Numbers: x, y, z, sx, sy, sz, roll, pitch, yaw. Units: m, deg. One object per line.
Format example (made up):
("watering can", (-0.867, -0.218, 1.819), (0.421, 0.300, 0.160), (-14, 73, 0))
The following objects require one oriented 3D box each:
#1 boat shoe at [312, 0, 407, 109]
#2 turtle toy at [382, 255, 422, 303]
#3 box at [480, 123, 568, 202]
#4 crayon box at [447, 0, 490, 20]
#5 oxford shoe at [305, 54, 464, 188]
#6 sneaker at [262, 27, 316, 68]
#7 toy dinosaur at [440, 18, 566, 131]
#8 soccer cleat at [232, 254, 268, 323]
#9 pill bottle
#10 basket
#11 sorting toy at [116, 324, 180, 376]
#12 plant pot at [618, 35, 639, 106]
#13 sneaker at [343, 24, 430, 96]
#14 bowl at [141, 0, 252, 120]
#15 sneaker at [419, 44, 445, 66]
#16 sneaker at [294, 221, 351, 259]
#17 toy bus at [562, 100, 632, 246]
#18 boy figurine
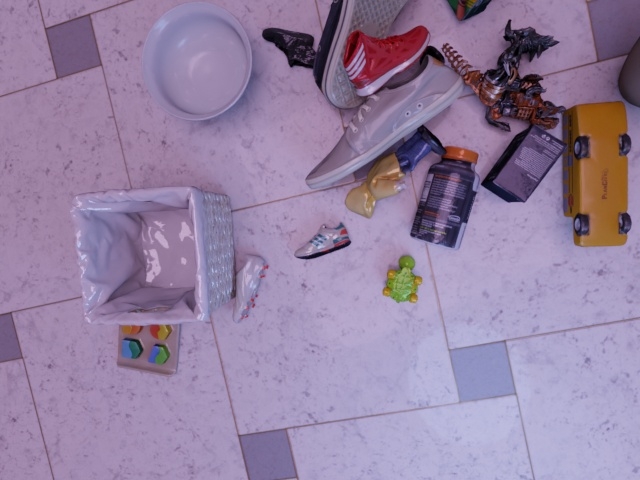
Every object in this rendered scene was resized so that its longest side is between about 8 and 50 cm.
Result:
("boat shoe", (0.109, -0.574, 1.085), (0.186, 0.156, 0.501), (10, 110, -32))
("turtle toy", (0.220, 0.104, 1.190), (0.095, 0.066, 0.130), (14, 96, 6))
("box", (0.483, -0.179, 1.083), (0.093, 0.156, 0.158), (34, 99, 5))
("crayon box", (0.321, -0.714, 1.042), (0.081, 0.202, 0.319), (-29, 88, -12))
("oxford shoe", (0.133, -0.288, 1.106), (0.449, 0.169, 0.130), (-36, 108, 15))
("sneaker", (-0.079, -0.507, 1.197), (0.170, 0.051, 0.089), (10, 91, 5))
("toy dinosaur", (0.449, -0.393, 1.084), (0.321, 0.164, 0.219), (22, 115, -15))
("soccer cleat", (-0.212, 0.135, 1.264), (0.076, 0.068, 0.196), (21, 90, 11))
("pill bottle", (0.319, -0.108, 1.127), (0.130, 0.130, 0.246), (16, 97, 7))
("basket", (-0.417, 0.030, 1.182), (0.328, 0.266, 0.332), (-3, 95, 9))
("sorting toy", (-0.514, 0.291, 1.332), (0.192, 0.038, 0.209), (8, 95, 8))
("plant pot", (0.774, -0.380, 0.963), (0.256, 0.274, 0.257), (1, 95, 8))
("sneaker", (0.147, -0.446, 1.025), (0.221, 0.087, 0.128), (-44, 129, -3))
("bowl", (-0.306, -0.458, 1.194), (0.297, 0.134, 0.298), (1, 95, 9))
("sneaker", (0.287, -0.413, 1.131), (0.058, 0.084, 0.152), (-12, 93, 9))
("sneaker", (0.000, 0.000, 1.229), (0.161, 0.057, 0.076), (-19, 75, 11))
("toy bus", (0.652, -0.155, 1.072), (0.108, 0.130, 0.333), (-2, 94, 8))
("boy figurine", (0.179, -0.161, 1.134), (0.092, 0.177, 0.285), (35, 113, -24))
